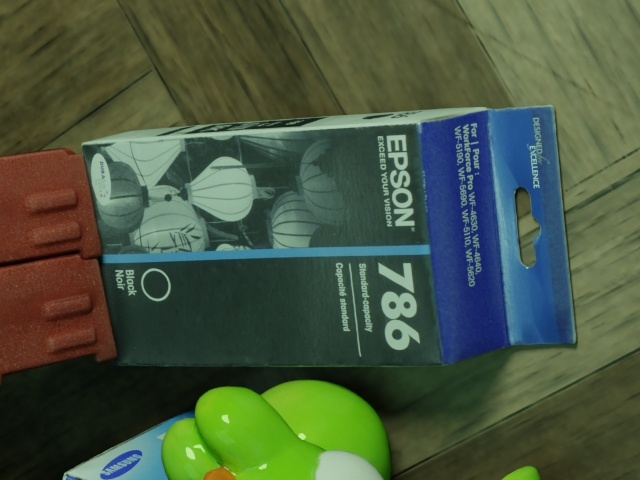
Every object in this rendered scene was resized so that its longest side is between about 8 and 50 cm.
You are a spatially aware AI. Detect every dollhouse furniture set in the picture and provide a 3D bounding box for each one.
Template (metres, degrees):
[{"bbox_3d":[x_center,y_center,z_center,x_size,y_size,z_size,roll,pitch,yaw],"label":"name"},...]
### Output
[{"bbox_3d":[-0.350,0.037,1.296,0.201,0.374,0.152,-2,96,49],"label":"dollhouse furniture set"}]

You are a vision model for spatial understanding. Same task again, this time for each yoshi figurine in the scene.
[{"bbox_3d":[0.055,0.220,1.289,0.362,0.203,0.203,46,76,-3],"label":"yoshi figurine"}]

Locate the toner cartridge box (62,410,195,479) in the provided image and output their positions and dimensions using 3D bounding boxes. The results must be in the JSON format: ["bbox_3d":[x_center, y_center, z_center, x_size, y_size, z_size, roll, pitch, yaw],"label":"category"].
[{"bbox_3d":[-0.127,0.309,1.380,0.075,0.165,0.348,17,108,23],"label":"toner cartridge box"}]

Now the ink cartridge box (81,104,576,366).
[{"bbox_3d":[0.000,0.000,1.304,0.333,0.065,0.165,-3,99,27],"label":"ink cartridge box"}]
